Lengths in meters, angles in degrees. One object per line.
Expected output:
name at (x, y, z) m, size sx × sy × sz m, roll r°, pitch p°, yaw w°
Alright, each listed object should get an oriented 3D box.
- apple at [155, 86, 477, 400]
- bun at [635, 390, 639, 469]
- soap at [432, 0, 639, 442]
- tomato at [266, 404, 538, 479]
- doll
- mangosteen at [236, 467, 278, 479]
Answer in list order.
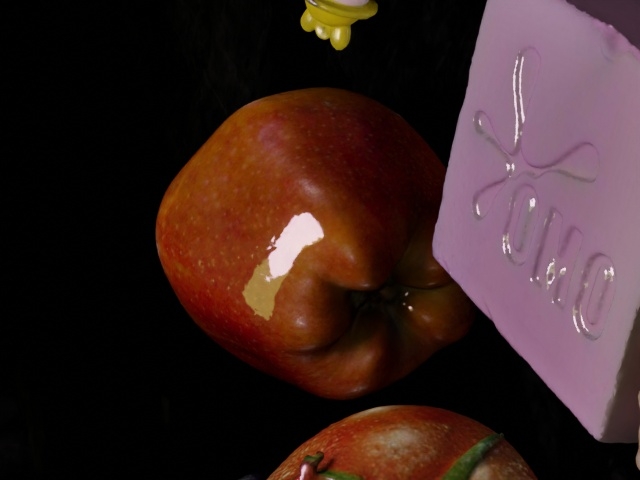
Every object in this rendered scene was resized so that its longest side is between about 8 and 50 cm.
apple at (0.000, 0.000, 1.411) m, size 0.317 × 0.288 × 0.288 m, roll 42°, pitch 131°, yaw 49°
bun at (0.284, 0.119, 0.953) m, size 0.178 × 0.128 × 0.193 m, roll -133°, pitch 47°, yaw -57°
soap at (0.215, -0.042, 1.119) m, size 0.296 × 0.107 × 0.285 m, roll -131°, pitch 45°, yaw -53°
tomato at (0.074, 0.309, 1.322) m, size 0.239 × 0.303 × 0.303 m, roll 97°, pitch 159°, yaw -61°
doll at (0.032, -0.313, 1.507) m, size 0.098 × 0.135 × 0.241 m, roll -78°, pitch 2°, yaw -56°
mangosteen at (-0.045, 0.379, 1.668) m, size 0.243 × 0.243 × 0.243 m, roll 176°, pitch 90°, yaw -67°
